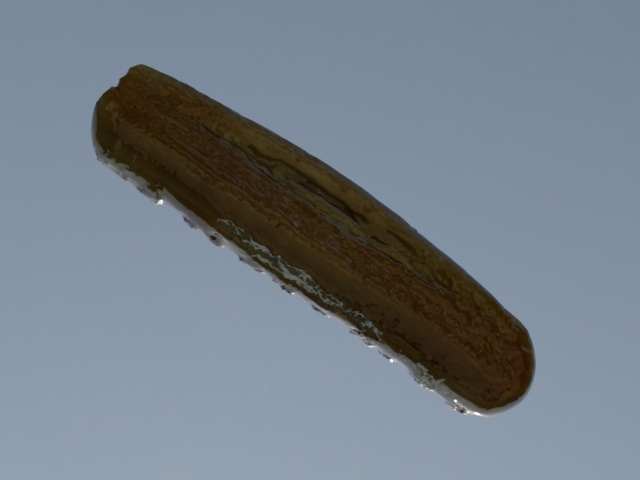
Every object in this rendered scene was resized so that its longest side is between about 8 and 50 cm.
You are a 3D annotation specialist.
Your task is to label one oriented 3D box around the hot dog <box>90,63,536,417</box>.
[{"bbox_3d":[0.000,0.000,0.508,0.137,0.028,0.044,32,-131,2],"label":"hot dog"}]
